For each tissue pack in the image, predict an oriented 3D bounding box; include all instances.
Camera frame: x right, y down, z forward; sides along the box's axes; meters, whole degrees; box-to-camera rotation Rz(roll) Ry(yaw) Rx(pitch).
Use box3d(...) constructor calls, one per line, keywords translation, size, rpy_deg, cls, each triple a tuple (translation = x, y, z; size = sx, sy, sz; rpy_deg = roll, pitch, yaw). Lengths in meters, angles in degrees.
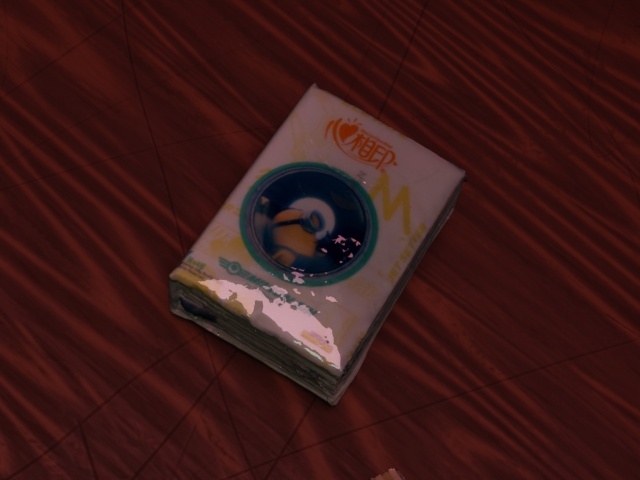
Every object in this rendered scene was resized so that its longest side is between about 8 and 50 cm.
box3d(translation=(0.000, 0.000, 1.854), size=(0.287, 0.162, 0.388), rpy_deg=(31, 63, 5), cls="tissue pack")

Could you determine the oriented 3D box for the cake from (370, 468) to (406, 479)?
box3d(translation=(0.105, 0.374, 1.765), size=(0.052, 0.065, 0.121), rpy_deg=(-13, 45, -17), cls="cake")
